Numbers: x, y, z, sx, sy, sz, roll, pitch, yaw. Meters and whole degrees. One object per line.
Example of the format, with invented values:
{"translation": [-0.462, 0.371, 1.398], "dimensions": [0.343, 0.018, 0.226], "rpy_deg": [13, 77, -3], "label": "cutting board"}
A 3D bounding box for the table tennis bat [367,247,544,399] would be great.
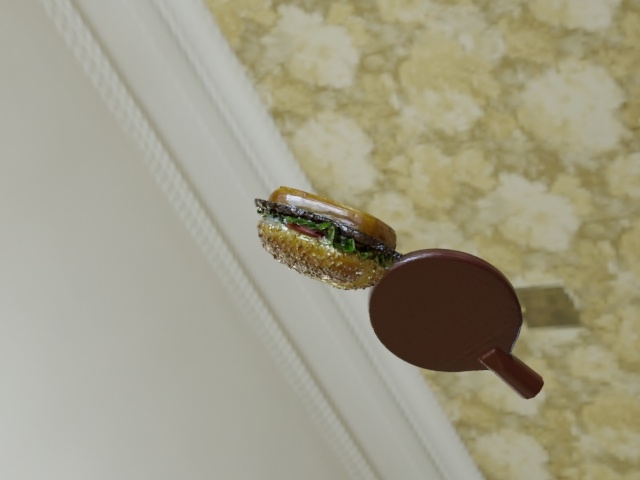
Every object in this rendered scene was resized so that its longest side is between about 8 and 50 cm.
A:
{"translation": [0.198, 0.124, 1.817], "dimensions": [0.310, 0.200, 0.038], "rpy_deg": [40, -150, -27], "label": "table tennis bat"}

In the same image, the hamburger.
{"translation": [0.000, 0.000, 1.468], "dimensions": [0.137, 0.165, 0.087], "rpy_deg": [28, -98, -61], "label": "hamburger"}
